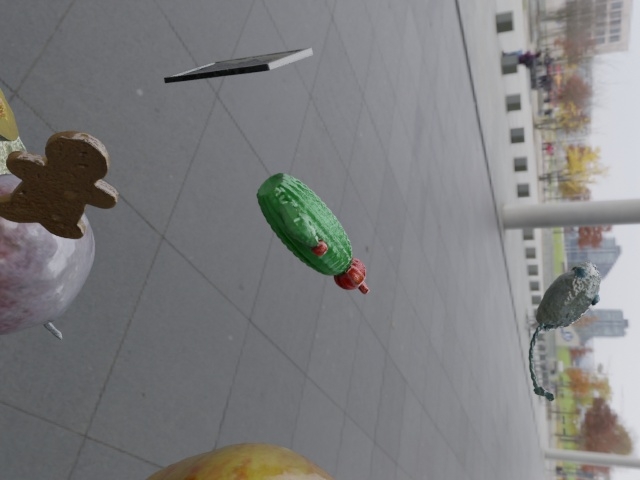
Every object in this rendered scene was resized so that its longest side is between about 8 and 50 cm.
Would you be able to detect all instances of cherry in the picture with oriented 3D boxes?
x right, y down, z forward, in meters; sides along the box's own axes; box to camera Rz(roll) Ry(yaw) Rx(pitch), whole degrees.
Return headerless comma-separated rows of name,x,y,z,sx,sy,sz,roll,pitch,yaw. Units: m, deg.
cherry,-0.582,0.019,1.100,0.291,0.335,0.326,47,23,7

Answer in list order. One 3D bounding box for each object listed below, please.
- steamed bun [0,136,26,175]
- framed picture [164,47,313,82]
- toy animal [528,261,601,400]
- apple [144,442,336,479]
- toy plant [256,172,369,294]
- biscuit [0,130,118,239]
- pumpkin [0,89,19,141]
steamed bun,-0.861,-0.189,1.313,0.272,0.273,0.290,-101,-169,-65
framed picture,-0.174,-0.369,1.216,0.192,0.265,0.018,-46,131,-53
toy animal,0.396,0.138,0.963,0.253,0.070,0.079,-56,-172,-15
apple,-0.100,0.454,0.745,0.333,0.400,0.400,-78,157,-61
toy plant,-0.009,-0.011,0.902,0.240,0.088,0.154,42,9,-49
biscuit,-0.330,-0.073,0.737,0.138,0.205,0.031,22,49,-29
pumpkin,-0.630,-0.261,1.001,0.217,0.110,0.217,160,-90,-87
